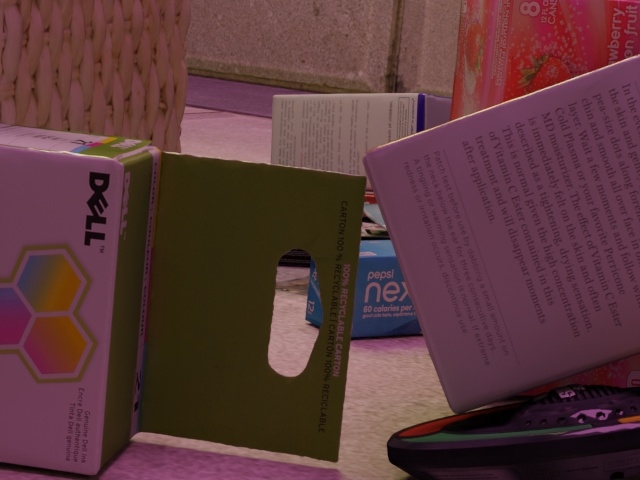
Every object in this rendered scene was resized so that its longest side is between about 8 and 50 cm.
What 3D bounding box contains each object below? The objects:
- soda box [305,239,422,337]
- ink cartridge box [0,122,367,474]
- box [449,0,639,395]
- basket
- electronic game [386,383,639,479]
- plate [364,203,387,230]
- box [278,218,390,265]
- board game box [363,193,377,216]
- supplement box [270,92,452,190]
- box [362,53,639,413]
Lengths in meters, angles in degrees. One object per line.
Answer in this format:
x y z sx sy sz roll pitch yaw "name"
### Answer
0.094 0.039 1.383 0.210 0.071 0.067 -1 12 -32 "soda box"
-0.113 0.038 0.937 0.255 0.188 0.097 7 9 9 "ink cartridge box"
0.180 -0.040 1.214 0.154 0.299 0.142 4 10 -10 "box"
-0.277 -0.100 1.203 0.266 0.331 0.328 9 14 18 "basket"
0.152 0.108 0.935 0.229 0.048 0.229 -9 -1 0 "electronic game"
0.130 -0.001 1.598 0.188 0.024 0.188 24 8 -4 "plate"
0.000 0.000 1.663 0.207 0.036 0.114 3 10 -11 "box"
0.071 -0.040 1.837 0.145 0.027 0.281 5 2 13 "board game box"
0.060 -0.109 1.819 0.220 0.113 0.111 2 2 38 "supplement box"
0.223 -0.034 1.006 0.345 0.168 0.215 -19 0 8 "box"
